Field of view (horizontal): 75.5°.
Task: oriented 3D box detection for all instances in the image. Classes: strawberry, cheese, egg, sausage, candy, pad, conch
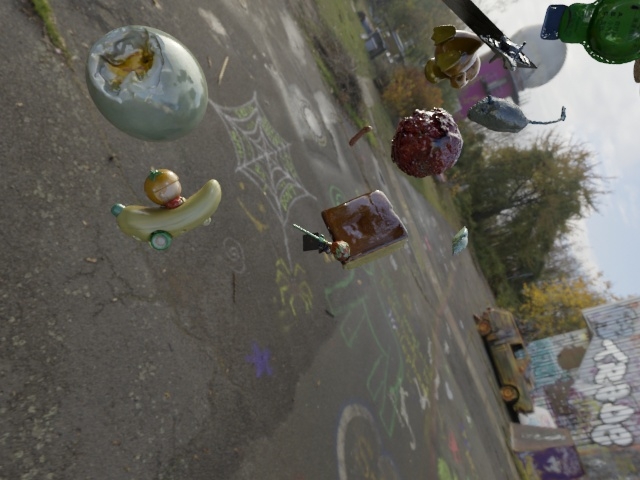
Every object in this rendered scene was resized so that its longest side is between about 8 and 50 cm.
[{"bbox_3d":[0.396,-0.363,1.551,0.273,0.274,0.220,66,22,-5],"label":"strawberry"},{"bbox_3d":[0.786,-0.599,1.140,0.083,0.321,0.203,-29,131,-42],"label":"cheese"},{"bbox_3d":[-0.442,-0.398,1.099,0.336,0.279,0.278,128,-60,-87],"label":"egg"},{"bbox_3d":[0.221,-0.591,2.330,0.043,0.186,0.043,14,63,-29],"label":"sausage"},{"bbox_3d":[0.000,0.001,1.805,0.288,0.084,0.078,27,25,15],"label":"candy"},{"bbox_3d":[0.484,-0.646,1.248,0.368,0.007,0.247,38,21,-12],"label":"pad"},{"bbox_3d":[0.621,-0.001,1.846,0.180,0.065,0.088,-57,143,-29],"label":"conch"}]

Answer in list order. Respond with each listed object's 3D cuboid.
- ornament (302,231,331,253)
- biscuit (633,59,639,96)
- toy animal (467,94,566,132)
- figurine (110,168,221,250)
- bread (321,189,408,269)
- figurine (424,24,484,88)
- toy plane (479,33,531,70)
[{"bbox_3d":[0.006,0.023,1.938,0.203,0.081,0.088,22,63,-55],"label":"ornament"},{"bbox_3d":[0.976,-0.494,1.219,0.240,0.035,0.158,-59,143,-52],"label":"biscuit"},{"bbox_3d":[0.480,-0.298,0.991,0.070,0.253,0.079,-107,-160,-82],"label":"toy animal"},{"bbox_3d":[-0.464,-0.111,1.269,0.222,0.325,0.124,63,-2,-16],"label":"figurine"},{"bbox_3d":[0.200,-0.053,1.956,0.143,0.333,0.323,70,-4,-57],"label":"bread"},{"bbox_3d":[0.483,-0.646,1.474,0.228,0.215,0.215,55,15,-83],"label":"figurine"},{"bbox_3d":[0.495,-0.494,1.085,0.160,0.082,0.234,26,27,-8],"label":"toy plane"}]
